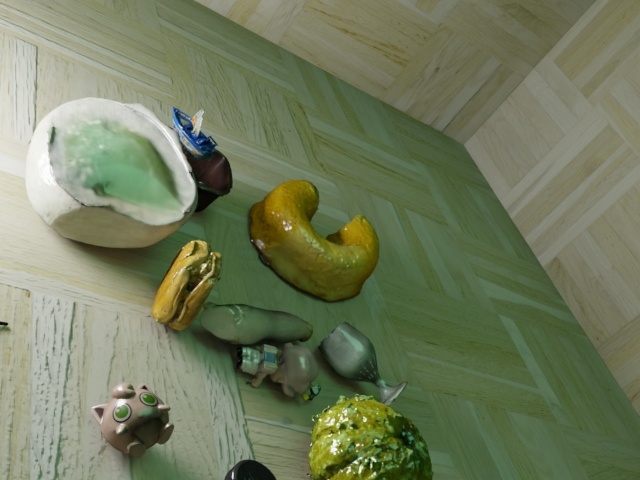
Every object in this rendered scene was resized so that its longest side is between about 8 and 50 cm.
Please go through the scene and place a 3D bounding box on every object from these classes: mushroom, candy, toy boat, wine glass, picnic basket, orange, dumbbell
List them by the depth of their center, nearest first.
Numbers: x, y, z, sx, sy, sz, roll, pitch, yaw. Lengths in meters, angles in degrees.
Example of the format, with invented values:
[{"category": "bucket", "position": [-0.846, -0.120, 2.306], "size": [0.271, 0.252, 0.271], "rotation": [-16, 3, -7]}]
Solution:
[{"category": "dumbbell", "position": [-0.162, 0.477, 1.330], "size": [0.100, 0.191, 0.100], "rotation": [31, 29, -20]}, {"category": "orange", "position": [0.121, 0.479, 1.664], "size": [0.300, 0.223, 0.301], "rotation": [37, 26, -20]}, {"category": "candy", "position": [-0.507, -0.167, 1.808], "size": [0.386, 0.186, 0.426], "rotation": [-2, 58, -28]}, {"category": "mushroom", "position": [-0.151, 0.206, 1.849], "size": [0.109, 0.097, 0.351], "rotation": [12, 0, 39]}, {"category": "wine glass", "position": [0.108, 0.328, 1.977], "size": [0.241, 0.126, 0.126], "rotation": [45, 27, 4]}, {"category": "toy boat", "position": [-0.344, -0.316, 2.079], "size": [0.175, 0.110, 0.091], "rotation": [46, 29, 11]}, {"category": "picnic basket", "position": [-0.400, -0.192, 2.092], "size": [0.297, 0.129, 0.222], "rotation": [24, 33, -28]}]

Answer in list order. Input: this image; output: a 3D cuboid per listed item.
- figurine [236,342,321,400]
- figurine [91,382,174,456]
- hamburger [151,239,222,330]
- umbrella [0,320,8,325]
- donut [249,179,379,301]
[{"category": "figurine", "position": [-0.089, 0.299, 1.791], "size": [0.229, 0.112, 0.137], "rotation": [17, 39, -21]}, {"category": "figurine", "position": [-0.343, 0.329, 1.396], "size": [0.125, 0.125, 0.138], "rotation": [5, 30, -49]}, {"category": "hamburger", "position": [-0.299, 0.101, 1.712], "size": [0.108, 0.213, 0.213], "rotation": [29, 29, -15]}, {"category": "umbrella", "position": [-0.693, 0.126, 1.354], "size": [0.044, 0.044, 0.269], "rotation": [14, -3, 42]}, {"category": "donut", "position": [0.000, 0.000, 2.282], "size": [0.435, 0.163, 0.377], "rotation": [33, 29, -17]}]
